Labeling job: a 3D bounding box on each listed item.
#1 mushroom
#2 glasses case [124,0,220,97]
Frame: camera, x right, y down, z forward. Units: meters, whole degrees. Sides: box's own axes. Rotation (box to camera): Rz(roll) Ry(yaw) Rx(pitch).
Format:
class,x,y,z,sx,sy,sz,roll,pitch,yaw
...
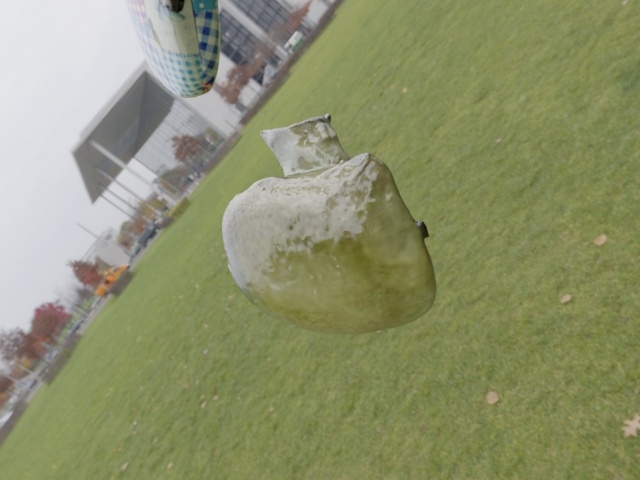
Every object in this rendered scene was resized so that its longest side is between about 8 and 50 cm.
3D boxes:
class,x,y,z,sx,sy,sz,roll,pitch,yaw
mushroom,0.004,0.007,0.648,0.212,0.291,0.217,-20,21,-17
glasses case,-0.149,-0.291,0.476,0.076,0.327,0.125,-21,35,-25
